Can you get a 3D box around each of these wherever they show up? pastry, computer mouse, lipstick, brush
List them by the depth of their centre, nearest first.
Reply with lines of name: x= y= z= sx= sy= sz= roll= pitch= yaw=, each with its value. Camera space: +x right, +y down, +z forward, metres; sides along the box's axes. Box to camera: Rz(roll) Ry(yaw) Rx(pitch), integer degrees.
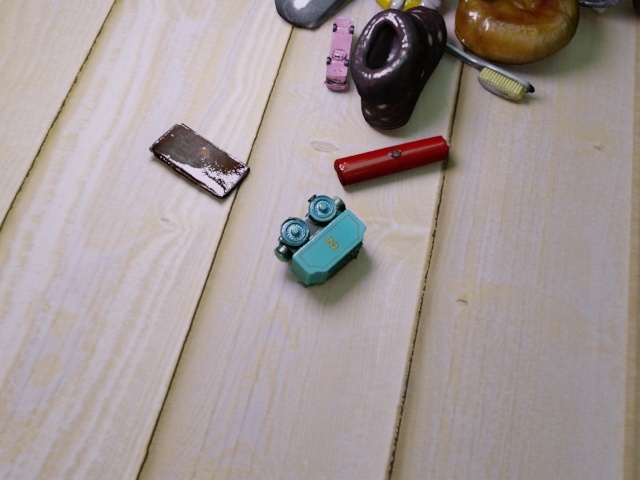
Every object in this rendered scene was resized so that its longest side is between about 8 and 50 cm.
lipstick: x=0.174 y=-0.198 z=1.586 sx=0.279 sy=0.073 sz=0.073 roll=-15 pitch=67 yaw=-8
brush: x=0.430 y=-0.450 z=1.727 sx=0.297 sy=0.068 sz=0.060 roll=34 pitch=90 yaw=17
pastry: x=0.527 y=-0.617 z=1.745 sx=0.356 sy=0.164 sz=0.356 roll=3 pitch=60 yaw=-5
computer mouse: x=0.015 y=-0.753 z=1.814 sx=0.203 sy=0.114 sz=0.374 roll=29 pitch=66 yaw=12

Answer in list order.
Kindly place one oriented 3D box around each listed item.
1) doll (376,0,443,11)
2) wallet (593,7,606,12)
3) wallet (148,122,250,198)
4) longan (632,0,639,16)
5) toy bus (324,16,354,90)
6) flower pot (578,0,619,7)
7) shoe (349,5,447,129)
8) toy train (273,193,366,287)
doll: x=0.247 y=-0.734 z=1.815 sx=0.237 sy=0.111 sz=0.252 roll=18 pitch=76 yaw=4
wallet: x=0.790 y=-0.752 z=1.894 sx=0.183 sy=0.032 sz=0.124 roll=43 pitch=73 yaw=15
wallet: x=-0.299 y=-0.197 z=1.587 sx=0.232 sy=0.031 sz=0.122 roll=34 pitch=64 yaw=11
longan: x=0.968 y=-0.688 z=1.803 sx=0.187 sy=0.167 sz=0.167 roll=17 pitch=64 yaw=-15
toy bus: x=0.052 y=-0.497 z=1.709 sx=0.063 sy=0.090 sz=0.203 roll=8 pitch=64 yaw=2
flower pot: x=0.776 y=-0.833 z=1.752 sx=0.299 sy=0.299 sz=0.283 roll=33 pitch=77 yaw=12
shoe: x=0.200 y=-0.487 z=1.616 sx=0.171 sy=0.237 sz=0.384 roll=18 pitch=67 yaw=22
toy train: x=0.000 y=0.000 z=1.464 sx=0.203 sy=0.112 sz=0.163 roll=-41 pitch=79 yaw=-17
